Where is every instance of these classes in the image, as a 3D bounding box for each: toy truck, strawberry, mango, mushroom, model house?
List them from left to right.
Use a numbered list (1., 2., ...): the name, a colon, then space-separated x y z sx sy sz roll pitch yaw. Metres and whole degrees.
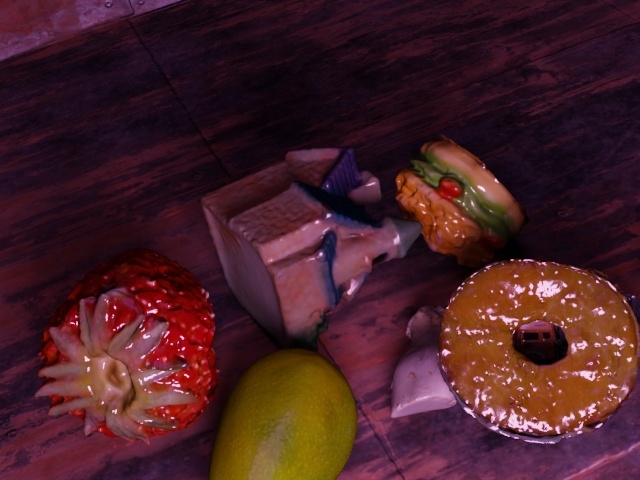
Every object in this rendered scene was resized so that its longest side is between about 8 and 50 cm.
1. strawberry: -0.267 0.150 1.644 0.292 0.292 0.343 -3 19 16
2. mango: -0.054 0.287 1.439 0.192 0.156 0.343 -9 39 22
3. model house: 0.000 0.000 1.730 0.280 0.245 0.312 -25 33 -17
4. mushroom: 0.160 0.174 1.570 0.116 0.093 0.225 -21 35 29
5. toy truck: 0.381 0.128 1.555 0.192 0.092 0.083 -2 38 17

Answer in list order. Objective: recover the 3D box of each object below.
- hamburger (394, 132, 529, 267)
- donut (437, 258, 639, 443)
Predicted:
1. hamburger: 0.220 -0.052 1.758 0.149 0.237 0.237 -45 41 -4
2. donut: 0.302 0.149 1.461 0.271 0.107 0.272 -2 82 12
